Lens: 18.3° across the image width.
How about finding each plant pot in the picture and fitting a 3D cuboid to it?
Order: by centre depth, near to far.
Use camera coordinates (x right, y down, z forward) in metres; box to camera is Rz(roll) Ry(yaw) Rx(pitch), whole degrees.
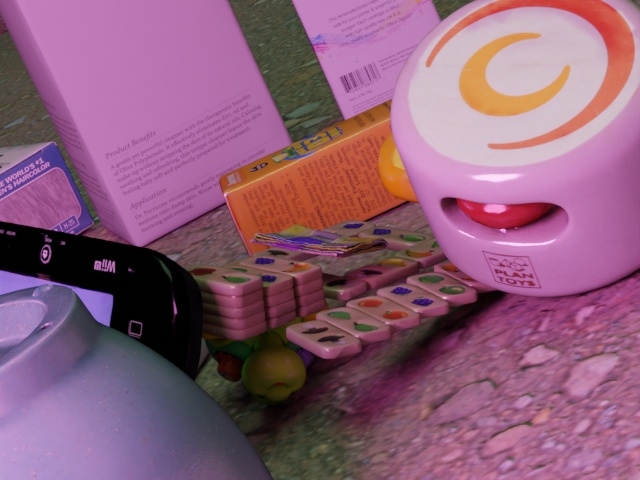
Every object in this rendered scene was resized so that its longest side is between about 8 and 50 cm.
[{"bbox_3d":[-0.174,0.147,1.114,0.293,0.196,0.293,-22,16,6],"label":"plant pot"}]

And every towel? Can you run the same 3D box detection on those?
[{"bbox_3d":[0.000,0.000,1.403,0.083,0.009,0.060,10,13,35],"label":"towel"}]

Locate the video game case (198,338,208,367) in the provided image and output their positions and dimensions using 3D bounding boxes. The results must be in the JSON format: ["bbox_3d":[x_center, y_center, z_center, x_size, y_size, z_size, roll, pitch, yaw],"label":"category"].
[{"bbox_3d":[-0.167,0.127,1.490,0.143,0.019,0.157,-18,17,21],"label":"video game case"}]

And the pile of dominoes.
[{"bbox_3d":[0.014,0.016,1.387,0.196,0.040,0.251,10,21,39],"label":"pile of dominoes"}]

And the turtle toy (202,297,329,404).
[{"bbox_3d":[-0.041,0.071,1.399,0.095,0.066,0.130,-5,16,-9],"label":"turtle toy"}]

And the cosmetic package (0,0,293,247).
[{"bbox_3d":[-0.190,-0.202,1.948,0.197,0.365,0.155,-27,16,-13],"label":"cosmetic package"}]

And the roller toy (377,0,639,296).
[{"bbox_3d":[0.152,-0.063,1.343,0.209,0.146,0.191,-28,46,-2],"label":"roller toy"}]

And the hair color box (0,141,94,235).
[{"bbox_3d":[-0.414,-0.016,2.146,0.174,0.105,0.347,-35,19,-32],"label":"hair color box"}]

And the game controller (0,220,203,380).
[{"bbox_3d":[-0.185,0.077,1.382,0.067,0.166,0.319,-8,10,-39],"label":"game controller"}]

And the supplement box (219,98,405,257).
[{"bbox_3d":[0.032,-0.062,1.709,0.233,0.080,0.078,-27,14,-1],"label":"supplement box"}]

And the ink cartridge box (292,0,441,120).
[{"bbox_3d":[0.051,-0.217,1.994,0.128,0.176,0.127,-23,16,3],"label":"ink cartridge box"}]
